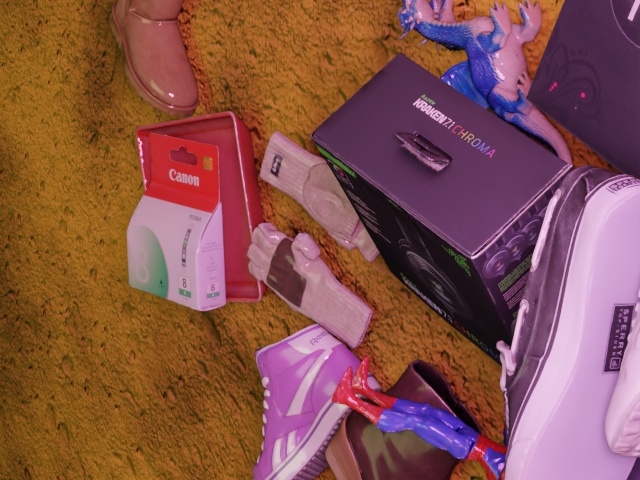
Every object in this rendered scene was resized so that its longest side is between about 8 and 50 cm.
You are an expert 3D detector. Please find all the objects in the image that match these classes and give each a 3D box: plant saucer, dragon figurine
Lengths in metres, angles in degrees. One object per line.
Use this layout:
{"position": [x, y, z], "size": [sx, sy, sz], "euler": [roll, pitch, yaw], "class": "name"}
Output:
{"position": [-0.159, -0.045, 1.938], "size": [0.258, 0.048, 0.259], "euler": [-2, 97, 52], "class": "plant saucer"}
{"position": [0.181, -0.157, 1.440], "size": [0.144, 0.085, 0.289], "euler": [-33, 77, 52], "class": "dragon figurine"}

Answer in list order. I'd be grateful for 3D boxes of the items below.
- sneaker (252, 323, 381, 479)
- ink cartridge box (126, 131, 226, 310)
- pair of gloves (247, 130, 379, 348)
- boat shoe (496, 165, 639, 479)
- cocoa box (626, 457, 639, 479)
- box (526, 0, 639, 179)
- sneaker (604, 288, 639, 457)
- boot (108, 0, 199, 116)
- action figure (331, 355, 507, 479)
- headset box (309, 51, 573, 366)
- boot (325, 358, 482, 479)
{"position": [-0.042, 0.224, 1.808], "size": [0.161, 0.102, 0.282], "euler": [46, 122, 19], "class": "sneaker"}
{"position": [-0.206, -0.029, 1.923], "size": [0.181, 0.056, 0.224], "euler": [15, 113, 49], "class": "ink cartridge box"}
{"position": [0.000, 0.000, 1.736], "size": [0.204, 0.042, 0.240], "euler": [31, 128, 28], "class": "pair of gloves"}
{"position": [0.194, 0.091, 1.100], "size": [0.105, 0.113, 0.306], "euler": [32, 119, 60], "class": "boat shoe"}
{"position": [0.402, 0.092, 1.105], "size": [0.228, 0.231, 0.347], "euler": [51, 135, 32], "class": "cocoa box"}
{"position": [0.321, -0.203, 1.203], "size": [0.165, 0.143, 0.270], "euler": [45, 132, 36], "class": "box"}
{"position": [0.271, 0.061, 1.021], "size": [0.095, 0.090, 0.235], "euler": [58, 135, 45], "class": "sneaker"}
{"position": [-0.198, -0.338, 1.875], "size": [0.236, 0.089, 0.269], "euler": [57, 137, 24], "class": "boot"}
{"position": [0.166, 0.190, 1.527], "size": [0.280, 0.091, 0.139], "euler": [31, 109, 14], "class": "action figure"}
{"position": [0.147, -0.021, 1.367], "size": [0.246, 0.131, 0.283], "euler": [40, 169, 38], "class": "headset box"}
{"position": [0.124, 0.289, 1.637], "size": [0.248, 0.090, 0.207], "euler": [54, 129, 13], "class": "boot"}
